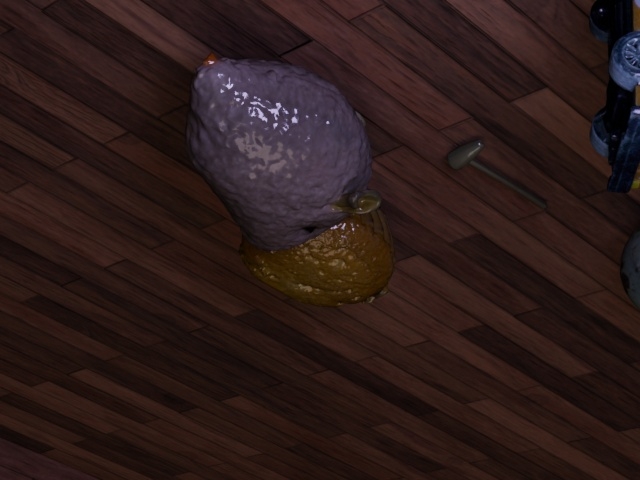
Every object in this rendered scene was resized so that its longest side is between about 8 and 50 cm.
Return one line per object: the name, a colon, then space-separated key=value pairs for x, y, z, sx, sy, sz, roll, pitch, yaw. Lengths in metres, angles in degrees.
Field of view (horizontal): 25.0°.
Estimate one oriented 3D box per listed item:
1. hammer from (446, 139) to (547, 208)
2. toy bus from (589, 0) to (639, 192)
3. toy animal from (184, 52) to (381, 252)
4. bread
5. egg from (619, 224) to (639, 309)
hammer: x=0.267 y=-0.092 z=2.059 sx=0.195 sy=0.028 sz=0.060 roll=26 pitch=140 yaw=-35
toy bus: x=0.384 y=-0.217 z=1.494 sx=0.194 sy=0.323 sz=0.162 roll=4 pitch=151 yaw=4
toy animal: x=-0.052 y=-0.128 z=1.901 sx=0.226 sy=0.188 sz=0.358 roll=-14 pitch=145 yaw=16
bread: x=-0.002 y=0.002 z=2.166 sx=0.240 sy=0.139 sz=0.240 roll=6 pitch=151 yaw=3
egg: x=0.537 y=0.025 z=2.048 sx=0.231 sy=0.169 sz=0.169 roll=-27 pitch=137 yaw=28
